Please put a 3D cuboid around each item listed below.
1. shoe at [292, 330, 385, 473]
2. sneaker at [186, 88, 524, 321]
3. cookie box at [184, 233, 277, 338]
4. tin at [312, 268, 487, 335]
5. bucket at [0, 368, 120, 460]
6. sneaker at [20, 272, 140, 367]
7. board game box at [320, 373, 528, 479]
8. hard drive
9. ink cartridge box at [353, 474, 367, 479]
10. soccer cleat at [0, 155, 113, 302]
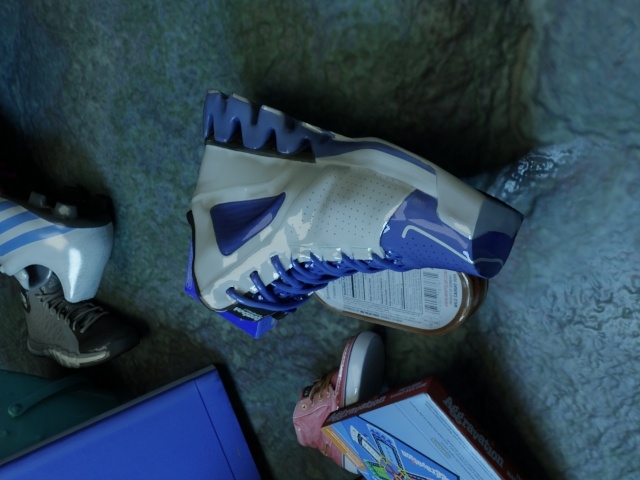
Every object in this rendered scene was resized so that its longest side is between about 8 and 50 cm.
[{"bbox_3d":[0.015,0.159,0.797,0.081,0.063,0.178,18,126,24],"label":"shoe"},{"bbox_3d":[-0.001,0.000,0.650,0.315,0.127,0.182,23,94,36],"label":"sneaker"},{"bbox_3d":[-0.092,0.040,0.839,0.107,0.040,0.092,31,127,24],"label":"cookie box"},{"bbox_3d":[0.060,0.027,0.718,0.189,0.040,0.106,10,113,35],"label":"tin"},{"bbox_3d":[-0.390,0.306,1.038,0.281,0.183,0.281,-33,50,50],"label":"bucket"},{"bbox_3d":[-0.338,0.091,1.031,0.228,0.086,0.132,-3,107,40],"label":"sneaker"},{"bbox_3d":[0.139,0.250,0.727,0.281,0.027,0.145,49,133,-10],"label":"board game box"},{"bbox_3d":[-0.234,0.308,0.913,0.210,0.318,0.040,70,164,-11],"label":"hard drive"},{"bbox_3d":[-0.068,0.426,0.850,0.130,0.272,0.309,52,131,5],"label":"ink cartridge box"},{"bbox_3d":[-0.405,-0.019,0.996,0.331,0.116,0.143,20,108,28],"label":"soccer cleat"}]
